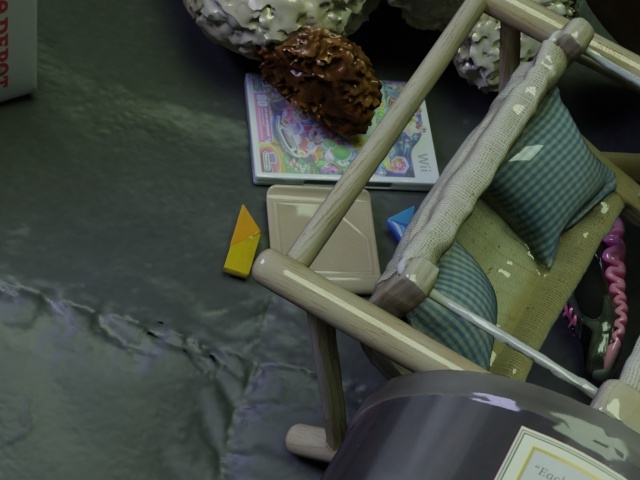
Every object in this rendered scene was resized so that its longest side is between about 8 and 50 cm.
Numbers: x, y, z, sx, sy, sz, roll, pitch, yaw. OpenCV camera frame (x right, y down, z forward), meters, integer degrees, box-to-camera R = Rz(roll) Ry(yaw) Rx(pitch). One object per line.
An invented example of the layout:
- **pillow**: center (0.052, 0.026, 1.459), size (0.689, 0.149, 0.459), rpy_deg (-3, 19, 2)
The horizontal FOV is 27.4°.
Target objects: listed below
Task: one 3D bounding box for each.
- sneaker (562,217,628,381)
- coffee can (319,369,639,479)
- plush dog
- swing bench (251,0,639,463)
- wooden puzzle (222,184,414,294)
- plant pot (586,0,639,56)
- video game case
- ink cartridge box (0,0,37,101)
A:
- **sneaker**: center (0.159, 0.035, 0.808), size (0.057, 0.047, 0.119), rpy_deg (4, 49, 5)
- **coffee can**: center (0.041, 0.221, 0.545), size (0.201, 0.201, 0.275), rpy_deg (30, 54, 8)
- **plush dog**: center (0.014, -0.199, 0.851), size (0.225, 0.210, 0.262), rpy_deg (-34, 63, -6)
- **swing bench**: center (0.141, 0.018, 0.688), size (0.255, 0.165, 0.253), rpy_deg (18, 53, 22)
- **wooden puzzle**: center (0.000, 0.000, 0.808), size (0.116, 0.014, 0.078), rpy_deg (8, 59, -8)
- **plant pot**: center (0.266, -0.098, 0.823), size (0.236, 0.236, 0.032), rpy_deg (42, 96, 16)
- **video game case**: center (0.013, -0.072, 0.861), size (0.122, 0.011, 0.087), rpy_deg (2, 55, -13)
- **ink cartridge box**: center (-0.299, -0.163, 0.749), size (0.233, 0.171, 0.168), rpy_deg (-21, 63, -25)
